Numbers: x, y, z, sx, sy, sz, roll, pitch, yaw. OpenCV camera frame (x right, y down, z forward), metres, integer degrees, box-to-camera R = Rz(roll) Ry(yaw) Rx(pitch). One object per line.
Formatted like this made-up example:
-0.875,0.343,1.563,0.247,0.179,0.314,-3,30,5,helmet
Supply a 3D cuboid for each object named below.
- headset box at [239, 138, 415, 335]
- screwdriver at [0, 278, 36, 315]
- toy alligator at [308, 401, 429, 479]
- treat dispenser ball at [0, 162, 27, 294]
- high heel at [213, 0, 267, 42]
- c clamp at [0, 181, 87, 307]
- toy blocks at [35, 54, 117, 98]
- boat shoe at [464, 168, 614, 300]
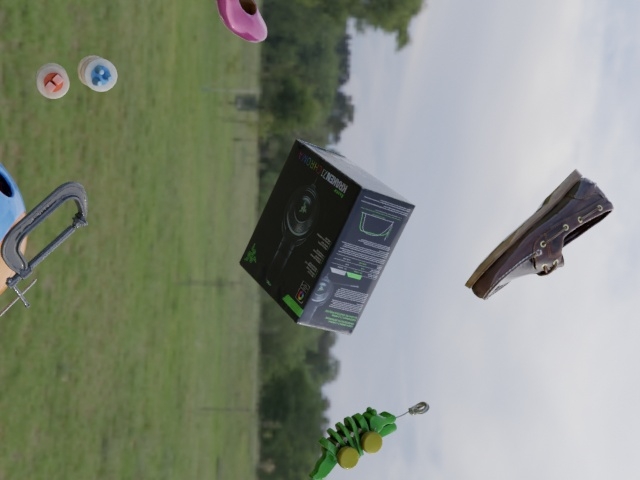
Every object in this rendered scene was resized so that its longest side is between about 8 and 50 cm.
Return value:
0.000,0.000,1.735,0.246,0.131,0.283,42,-69,50,headset box
-0.489,0.121,1.464,0.025,0.170,0.024,51,-5,-19,screwdriver
0.058,0.243,1.261,0.056,0.190,0.051,13,-50,64,toy alligator
-0.578,-0.017,1.417,0.288,0.288,0.288,-178,-90,-87,treat dispenser ball
-0.114,-0.377,1.383,0.244,0.117,0.082,41,24,-49,high heel
-0.360,-0.002,1.270,0.160,0.022,0.137,-48,155,-16,c clamp
-0.390,-0.259,1.545,0.148,0.123,0.054,-145,-137,-66,toy blocks
0.259,0.003,1.129,0.073,0.207,0.073,46,-14,9,boat shoe
